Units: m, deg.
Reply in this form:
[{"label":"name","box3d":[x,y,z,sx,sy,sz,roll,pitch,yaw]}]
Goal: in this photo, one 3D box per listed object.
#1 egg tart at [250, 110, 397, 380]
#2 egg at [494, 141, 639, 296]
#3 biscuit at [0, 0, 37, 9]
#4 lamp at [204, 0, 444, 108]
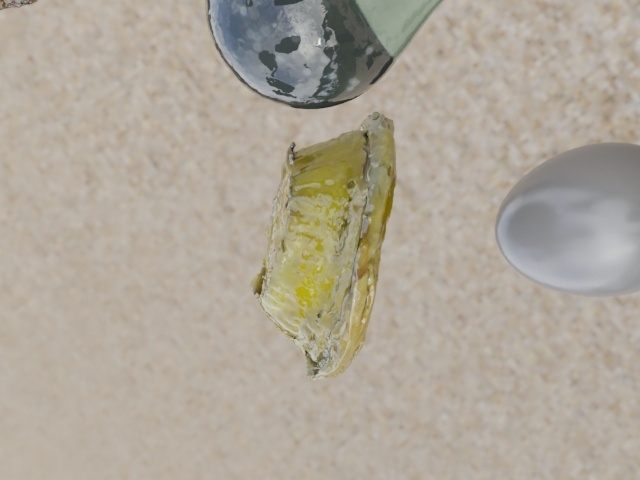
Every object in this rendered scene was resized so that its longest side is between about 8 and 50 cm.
[{"label":"egg tart","box3d":[0.000,0.000,1.784,0.120,0.315,0.315,12,163,-8]},{"label":"egg","box3d":[0.313,-0.021,1.854,0.176,0.232,0.176,-12,-90,-75]},{"label":"biscuit","box3d":[-0.167,-0.201,0.957,0.231,0.025,0.131,-6,118,28]},{"label":"lamp","box3d":[0.041,-0.248,1.410,0.182,0.314,0.182,49,-176,-5]}]
